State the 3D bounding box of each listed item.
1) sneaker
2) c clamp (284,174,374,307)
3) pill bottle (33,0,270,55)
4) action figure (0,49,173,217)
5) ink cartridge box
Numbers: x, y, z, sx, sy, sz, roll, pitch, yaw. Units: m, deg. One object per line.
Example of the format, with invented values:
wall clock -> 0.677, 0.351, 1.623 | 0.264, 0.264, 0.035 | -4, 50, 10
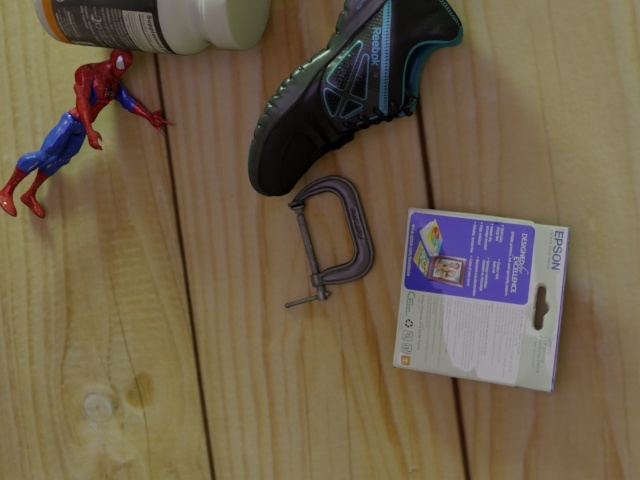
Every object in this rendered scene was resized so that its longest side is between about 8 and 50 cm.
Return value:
sneaker -> 0.035, -0.175, 1.689 | 0.140, 0.125, 0.341 | 40, 109, 10
c clamp -> 0.000, 0.000, 1.770 | 0.137, 0.022, 0.160 | -10, 90, 23
pill bottle -> -0.215, -0.322, 1.762 | 0.278, 0.162, 0.162 | 8, 97, 22
action figure -> -0.314, -0.129, 1.857 | 0.139, 0.091, 0.280 | 42, 109, 22
ink cartridge box -> 0.199, 0.071, 1.678 | 0.208, 0.045, 0.206 | 8, 96, 23
